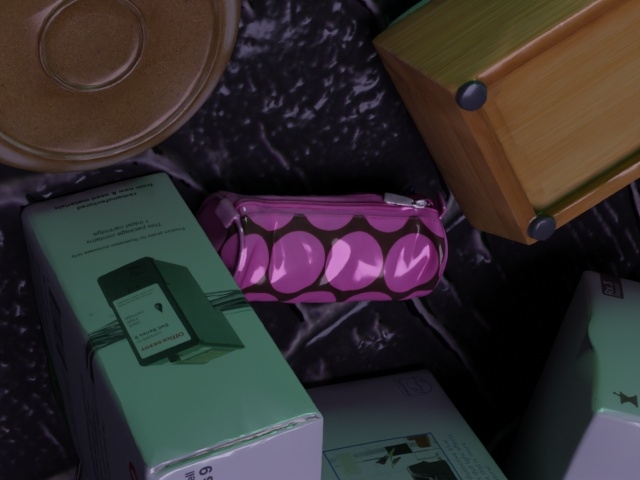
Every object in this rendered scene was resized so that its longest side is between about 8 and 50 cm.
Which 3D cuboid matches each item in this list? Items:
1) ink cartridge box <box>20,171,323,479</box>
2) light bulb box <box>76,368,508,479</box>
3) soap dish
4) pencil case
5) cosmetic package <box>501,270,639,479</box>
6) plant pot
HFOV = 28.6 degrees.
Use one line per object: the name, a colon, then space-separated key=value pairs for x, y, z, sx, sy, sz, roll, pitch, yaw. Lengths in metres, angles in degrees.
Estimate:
ink cartridge box: x=-0.111 y=0.122 z=0.911 sx=0.122 sy=0.289 sz=0.211 roll=-16 pitch=132 yaw=-20
light bulb box: x=-0.041 y=0.343 z=1.181 sx=0.361 sy=0.225 sz=0.358 roll=-5 pitch=128 yaw=-27
soap dish: x=0.215 y=-0.144 z=1.000 sx=0.291 sy=0.118 sz=0.229 roll=-32 pitch=132 yaw=2
pencil case: x=0.000 y=0.000 z=1.023 sx=0.209 sy=0.095 sz=0.098 roll=-3 pitch=145 yaw=-29
cosmetic package: x=0.267 y=0.247 z=1.211 sx=0.156 sy=0.217 sz=0.385 roll=15 pitch=126 yaw=-1
plant pot: x=-0.158 y=-0.140 z=0.854 sx=0.236 sy=0.032 sz=0.236 roll=-16 pitch=131 yaw=-20
